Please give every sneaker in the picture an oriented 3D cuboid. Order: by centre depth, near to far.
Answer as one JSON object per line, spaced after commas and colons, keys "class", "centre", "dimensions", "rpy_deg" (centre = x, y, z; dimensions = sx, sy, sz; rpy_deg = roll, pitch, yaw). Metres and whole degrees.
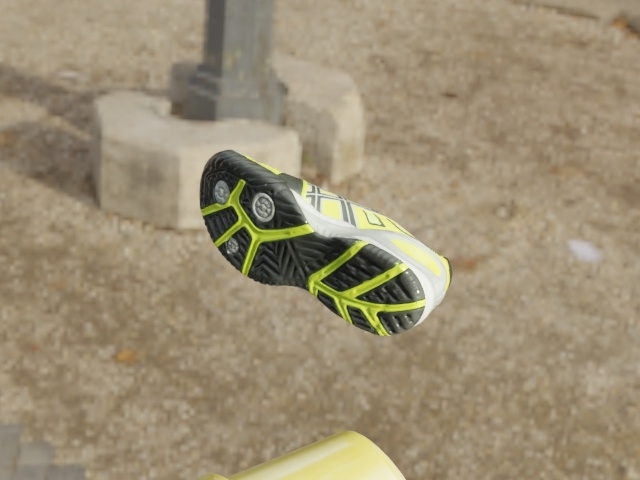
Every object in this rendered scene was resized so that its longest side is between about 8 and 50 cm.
{"class": "sneaker", "centre": [0.000, 0.000, 1.910], "dimensions": [0.385, 0.145, 0.147], "rpy_deg": [34, 28, 23]}

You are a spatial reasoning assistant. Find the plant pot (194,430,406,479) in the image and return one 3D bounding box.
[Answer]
{"class": "plant pot", "centre": [-0.024, 0.334, 1.539], "dimensions": [0.239, 0.254, 0.254], "rpy_deg": [-31, 39, -25]}
